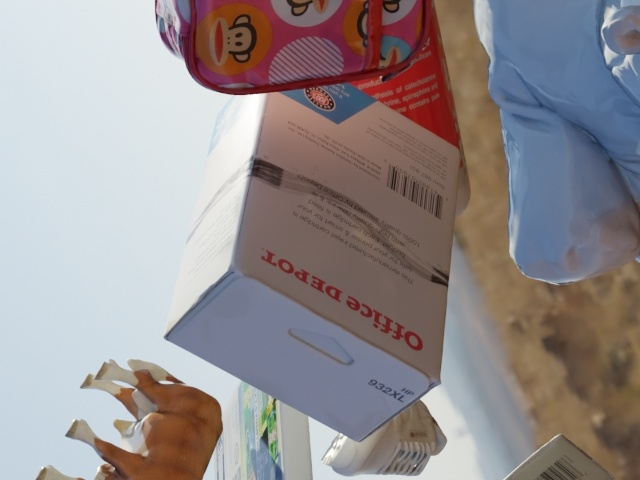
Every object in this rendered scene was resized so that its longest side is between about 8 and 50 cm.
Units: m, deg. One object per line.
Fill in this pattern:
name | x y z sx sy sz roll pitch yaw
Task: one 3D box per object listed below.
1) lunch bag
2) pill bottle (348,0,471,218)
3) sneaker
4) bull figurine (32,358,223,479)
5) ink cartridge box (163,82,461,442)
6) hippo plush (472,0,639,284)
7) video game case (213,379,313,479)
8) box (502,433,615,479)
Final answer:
lunch bag | -0.005 -0.274 1.435 0.120 0.258 0.293 -130 36 -59
pill bottle | 0.017 -0.208 1.875 0.229 0.229 0.407 -106 4 -75
sneaker | 0.074 0.207 1.818 0.095 0.090 0.235 43 -162 8
bull figurine | -0.192 0.243 1.869 0.188 0.101 0.310 33 -154 -9
ink cartridge box | 0.000 0.000 1.627 0.223 0.129 0.307 30 -138 -20
hippo plush | 0.211 -0.115 0.950 0.236 0.234 0.294 -4 111 67
video game case | -0.065 0.289 1.934 0.300 0.036 0.329 117 154 -52
box | 0.278 0.366 2.108 0.094 0.113 0.275 40 149 30
